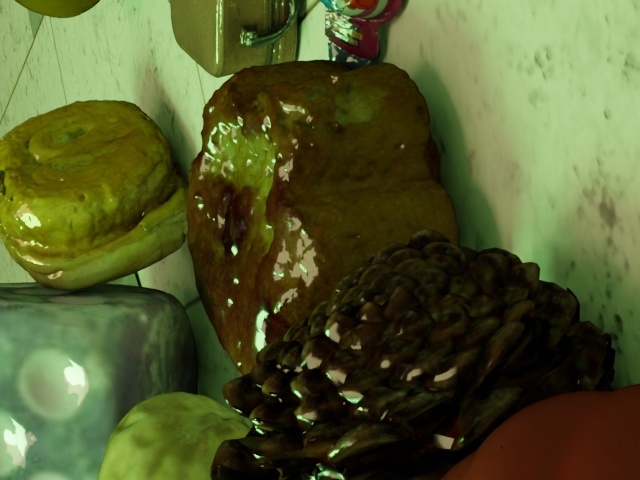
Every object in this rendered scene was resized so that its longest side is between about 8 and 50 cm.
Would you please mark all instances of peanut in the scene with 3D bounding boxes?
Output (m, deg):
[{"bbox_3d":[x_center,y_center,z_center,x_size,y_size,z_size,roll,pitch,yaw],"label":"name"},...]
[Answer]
[{"bbox_3d":[-0.068,0.298,1.254,0.192,0.169,0.387,-41,59,25],"label":"peanut"}]

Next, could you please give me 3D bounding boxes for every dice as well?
[{"bbox_3d":[-0.283,0.184,1.503,0.270,0.271,0.270,-16,-72,-79],"label":"dice"}]

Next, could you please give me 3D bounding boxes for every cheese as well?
[{"bbox_3d":[0.018,-0.167,0.973,0.095,0.038,0.145,29,145,31],"label":"cheese"}]

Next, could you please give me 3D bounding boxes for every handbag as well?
[{"bbox_3d":[-0.068,-0.229,1.151,0.151,0.072,0.193,-131,39,-56],"label":"handbag"}]

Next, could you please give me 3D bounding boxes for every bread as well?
[{"bbox_3d":[-0.243,-0.052,1.520,0.236,0.198,0.120,-123,15,-48],"label":"bread"},{"bbox_3d":[0.001,-0.013,0.968,0.246,0.135,0.232,-122,41,-49],"label":"bread"}]

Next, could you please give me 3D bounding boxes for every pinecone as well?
[{"bbox_3d":[0.063,0.110,0.769,0.221,0.221,0.221,171,90,-70],"label":"pinecone"}]

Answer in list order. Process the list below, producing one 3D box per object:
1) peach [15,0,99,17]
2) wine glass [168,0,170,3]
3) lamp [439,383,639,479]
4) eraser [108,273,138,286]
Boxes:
[{"bbox_3d":[-0.277,-0.366,1.559,0.251,0.153,0.251,-173,90,-74],"label":"peach"},{"bbox_3d":[-0.135,-0.276,1.315,0.155,0.073,0.073,-123,31,-43],"label":"wine glass"},{"bbox_3d":[0.132,0.169,0.577,0.227,0.227,0.226,171,90,-70],"label":"lamp"},{"bbox_3d":[-0.231,0.199,1.741,0.096,0.098,0.404,110,145,-55],"label":"eraser"}]
